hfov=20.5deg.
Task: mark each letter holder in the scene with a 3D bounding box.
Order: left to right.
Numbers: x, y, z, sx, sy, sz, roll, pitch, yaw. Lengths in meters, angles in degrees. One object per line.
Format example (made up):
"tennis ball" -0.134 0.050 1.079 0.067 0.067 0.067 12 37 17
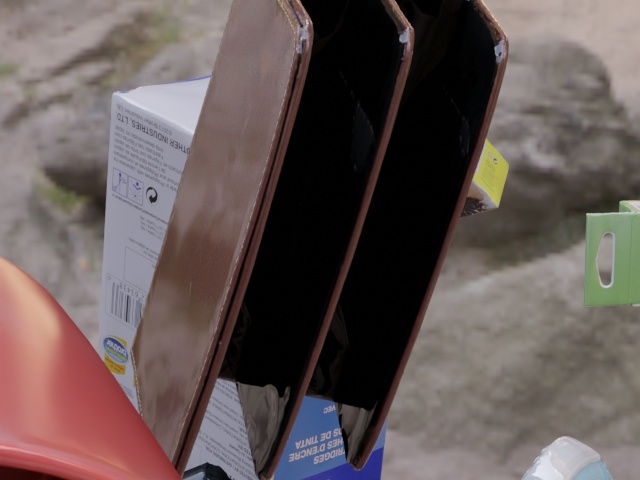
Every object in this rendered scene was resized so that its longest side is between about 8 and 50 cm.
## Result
"letter holder" 0.000 0.000 1.068 0.152 0.301 0.214 13 21 -14

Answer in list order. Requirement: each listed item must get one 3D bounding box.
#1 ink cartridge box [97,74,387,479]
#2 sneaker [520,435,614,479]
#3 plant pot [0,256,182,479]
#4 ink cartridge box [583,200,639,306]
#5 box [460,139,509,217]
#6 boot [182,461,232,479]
"ink cartridge box" -0.070 0.077 1.600 0.151 0.395 0.270 -11 28 -40
"sneaker" 0.269 0.296 1.596 0.150 0.366 0.135 25 72 31
"plant pot" -0.181 0.135 0.777 0.275 0.275 0.243 -8 29 -13
"ink cartridge box" 0.385 0.014 1.972 0.209 0.109 0.062 -1 13 -10
"box" 0.060 -0.049 1.698 0.232 0.087 0.058 -17 40 39
"boot" -0.177 0.229 1.522 0.207 0.246 0.094 -22 -11 9
